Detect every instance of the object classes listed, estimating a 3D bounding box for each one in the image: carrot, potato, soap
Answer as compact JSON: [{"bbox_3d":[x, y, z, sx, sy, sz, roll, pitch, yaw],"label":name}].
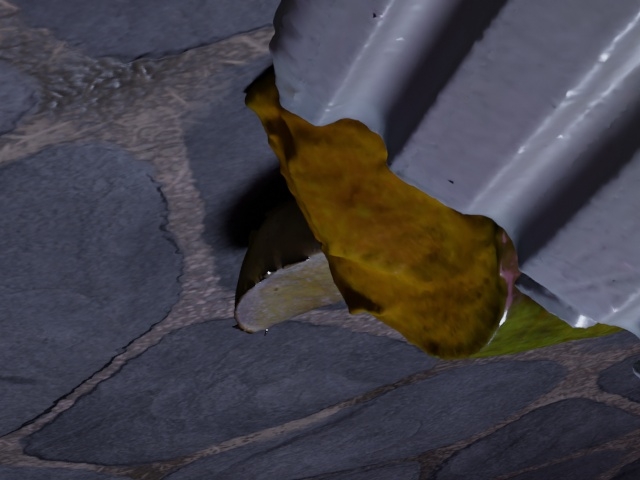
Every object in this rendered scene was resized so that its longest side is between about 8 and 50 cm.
[{"bbox_3d":[0.134,-0.033,1.351,0.340,0.242,0.241,-6,158,-24],"label":"carrot"},{"bbox_3d":[0.000,0.000,1.542,0.243,0.098,0.138,-18,157,27],"label":"potato"},{"bbox_3d":[0.189,-0.140,0.902,0.213,0.350,0.435,-49,175,-23],"label":"soap"}]
